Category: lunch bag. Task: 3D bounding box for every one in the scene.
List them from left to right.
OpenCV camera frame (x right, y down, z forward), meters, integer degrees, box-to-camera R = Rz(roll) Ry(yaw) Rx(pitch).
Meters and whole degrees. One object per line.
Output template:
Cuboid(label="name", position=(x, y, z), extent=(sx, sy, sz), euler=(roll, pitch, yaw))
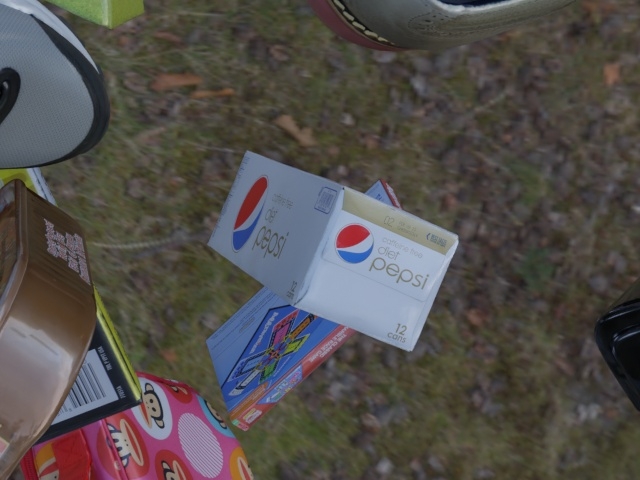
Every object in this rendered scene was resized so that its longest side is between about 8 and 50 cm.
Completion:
Cuboid(label="lunch bag", position=(-0.137, 0.255, 1.206), extent=(0.120, 0.258, 0.293), euler=(-27, 71, 15))

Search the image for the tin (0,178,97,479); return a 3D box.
Cuboid(label="tin", position=(-0.122, 0.041, 0.504), extent=(0.040, 0.189, 0.106), euler=(39, 96, -19))

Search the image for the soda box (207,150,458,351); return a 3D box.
Cuboid(label="soda box", position=(0.000, 0.000, 0.837), extent=(0.074, 0.216, 0.069), euler=(22, 92, -18))

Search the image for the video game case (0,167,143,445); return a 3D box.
Cuboid(label="video game case", position=(-0.297, 0.062, 1.020), extent=(0.275, 0.035, 0.248), euler=(-21, 119, -1))

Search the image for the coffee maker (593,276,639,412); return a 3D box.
Cuboid(label="coffee maker", position=(0.242, 0.021, 0.851), extent=(0.171, 0.120, 0.178), euler=(43, 53, 9))

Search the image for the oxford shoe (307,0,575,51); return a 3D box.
Cuboid(label="oxford shoe", position=(0.155, -0.178, 0.551), extent=(0.348, 0.130, 0.123), euler=(-39, 110, -3))

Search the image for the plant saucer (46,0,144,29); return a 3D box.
Cuboid(label="plant saucer", position=(-0.237, -0.242, 1.203), extent=(0.188, 0.188, 0.045), euler=(25, 103, -4))

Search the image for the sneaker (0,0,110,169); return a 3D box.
Cuboid(label="sneaker", position=(-0.195, -0.063, 0.599), extent=(0.100, 0.108, 0.271), euler=(-47, 148, 23))

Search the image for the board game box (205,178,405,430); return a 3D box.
Cuboid(label="board game box", position=(-0.007, 0.069, 1.585), extent=(0.281, 0.145, 0.027), euler=(-43, 126, 15))
